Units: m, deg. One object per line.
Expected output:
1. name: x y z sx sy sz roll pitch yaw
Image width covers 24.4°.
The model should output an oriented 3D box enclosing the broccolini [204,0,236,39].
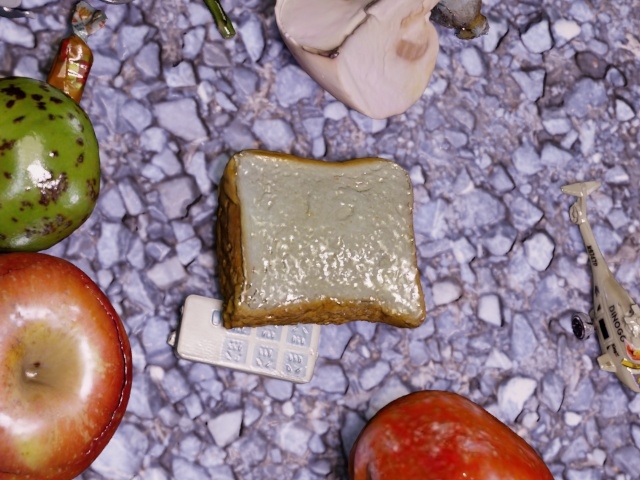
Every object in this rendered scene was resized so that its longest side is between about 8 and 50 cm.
1. broccolini: -0.177 -0.370 1.868 0.071 0.057 0.254 -33 89 14

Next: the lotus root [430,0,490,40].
1. lotus root: 0.168 -0.335 1.958 0.088 0.088 0.165 -34 102 -19

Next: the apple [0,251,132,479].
1. apple: -0.340 0.151 1.656 0.251 0.206 0.272 -4 85 -29

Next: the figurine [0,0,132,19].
1. figurine: -0.329 -0.332 1.773 0.265 0.140 0.193 -36 69 -7

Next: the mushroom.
1. mushroom: 0.048 -0.265 1.895 0.236 0.162 0.173 -50 141 -24

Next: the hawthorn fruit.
1. hawthorn fruit: 0.142 0.329 1.757 0.284 0.284 0.284 3 80 -17

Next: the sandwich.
1. sandwich: 0.000 0.000 1.831 0.251 0.087 0.226 2 68 -19

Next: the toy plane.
1. toy plane: 0.379 0.064 1.951 0.092 0.108 0.286 -12 72 -17

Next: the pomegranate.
1. pomegranate: -0.363 -0.087 1.670 0.211 0.263 0.211 -2 85 22

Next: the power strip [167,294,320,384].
1. power strip: -0.090 0.122 1.824 0.192 0.035 0.081 14 77 -16

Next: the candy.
1. candy: -0.306 -0.211 1.804 0.053 0.046 0.182 21 78 -11
